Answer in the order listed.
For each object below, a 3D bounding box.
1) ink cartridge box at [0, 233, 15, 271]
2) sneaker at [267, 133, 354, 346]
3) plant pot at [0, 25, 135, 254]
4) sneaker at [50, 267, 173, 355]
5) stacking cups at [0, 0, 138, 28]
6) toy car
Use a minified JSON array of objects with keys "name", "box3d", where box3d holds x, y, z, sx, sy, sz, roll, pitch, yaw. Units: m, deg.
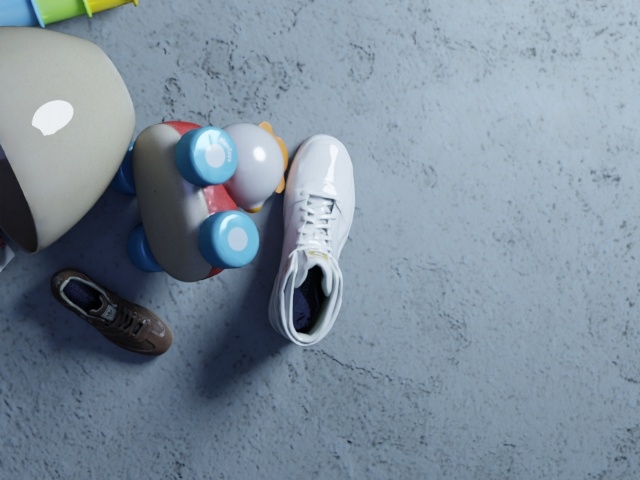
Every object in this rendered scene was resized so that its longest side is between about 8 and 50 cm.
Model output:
[{"name":"ink cartridge box","box3d":[-0.512,-0.051,1.326,0.117,0.207,0.283,-33,101,-3]},{"name":"sneaker","box3d":[0.000,0.000,1.458,0.108,0.169,0.293,9,92,-10]},{"name":"plant pot","box3d":[-0.344,-0.151,1.334,0.191,0.284,0.284,-32,101,-24]},{"name":"sneaker","box3d":[-0.285,0.104,1.457,0.188,0.071,0.066,32,88,-12]},{"name":"stacking cups","box3d":[-0.398,-0.302,1.385,0.316,0.096,0.096,-20,99,-9]},{"name":"toy car","box3d":[-0.122,-0.071,1.438,0.238,0.219,0.210,-21,100,-38]}]
